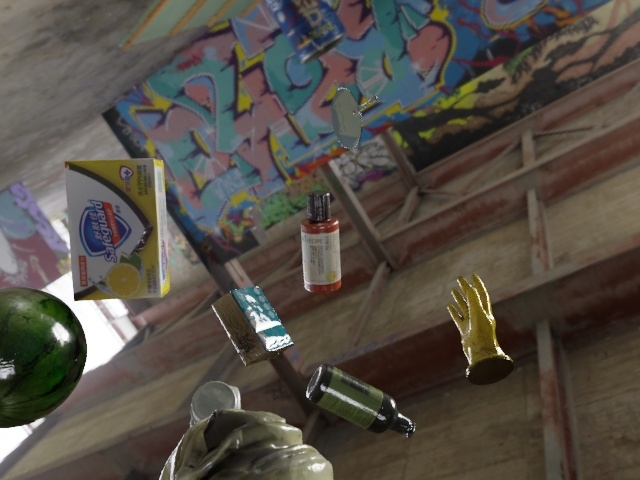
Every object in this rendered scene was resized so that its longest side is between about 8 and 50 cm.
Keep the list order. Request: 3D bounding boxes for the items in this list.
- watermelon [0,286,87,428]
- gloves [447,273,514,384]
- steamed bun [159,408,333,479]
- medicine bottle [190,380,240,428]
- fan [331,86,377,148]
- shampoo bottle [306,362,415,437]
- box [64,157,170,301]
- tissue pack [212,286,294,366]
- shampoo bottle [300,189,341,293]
[{"bbox_3d":[-0.528,0.200,1.044,0.242,0.242,0.242,-31,-169,7],"label":"watermelon"},{"bbox_3d":[0.394,0.216,1.562,0.133,0.116,0.294,-43,-143,30],"label":"gloves"},{"bbox_3d":[-0.129,0.406,1.021,0.320,0.206,0.275,-3,-156,-1],"label":"steamed bun"},{"bbox_3d":[-0.273,0.486,1.598,0.324,0.124,0.179,95,8,-53],"label":"medicine bottle"},{"bbox_3d":[0.059,-0.228,1.082,0.005,0.113,0.175,-15,180,-24],"label":"fan"},{"bbox_3d":[0.109,0.406,1.482,0.101,0.284,0.101,-60,-173,12],"label":"shampoo bottle"},{"bbox_3d":[-0.379,-0.021,1.141,0.169,0.265,0.097,-1,-176,-7],"label":"box"},{"bbox_3d":[-0.155,0.193,1.370,0.082,0.169,0.120,-41,163,23],"label":"tissue pack"},{"bbox_3d":[0.000,0.000,1.655,0.105,0.278,0.104,-3,-162,1],"label":"shampoo bottle"}]
